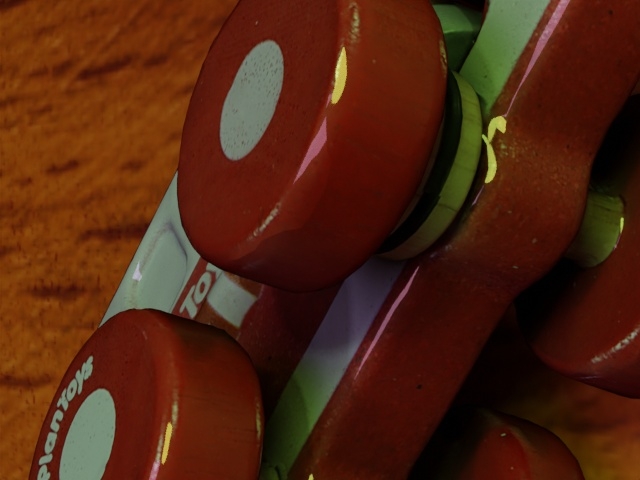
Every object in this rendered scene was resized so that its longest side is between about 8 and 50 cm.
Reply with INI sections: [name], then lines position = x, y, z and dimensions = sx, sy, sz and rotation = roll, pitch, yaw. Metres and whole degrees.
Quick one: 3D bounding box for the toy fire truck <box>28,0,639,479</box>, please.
[toy fire truck]
position = 0.000, 0.000, 0.592
dimensions = 0.302, 0.169, 0.254
rotation = -64, 29, 16
